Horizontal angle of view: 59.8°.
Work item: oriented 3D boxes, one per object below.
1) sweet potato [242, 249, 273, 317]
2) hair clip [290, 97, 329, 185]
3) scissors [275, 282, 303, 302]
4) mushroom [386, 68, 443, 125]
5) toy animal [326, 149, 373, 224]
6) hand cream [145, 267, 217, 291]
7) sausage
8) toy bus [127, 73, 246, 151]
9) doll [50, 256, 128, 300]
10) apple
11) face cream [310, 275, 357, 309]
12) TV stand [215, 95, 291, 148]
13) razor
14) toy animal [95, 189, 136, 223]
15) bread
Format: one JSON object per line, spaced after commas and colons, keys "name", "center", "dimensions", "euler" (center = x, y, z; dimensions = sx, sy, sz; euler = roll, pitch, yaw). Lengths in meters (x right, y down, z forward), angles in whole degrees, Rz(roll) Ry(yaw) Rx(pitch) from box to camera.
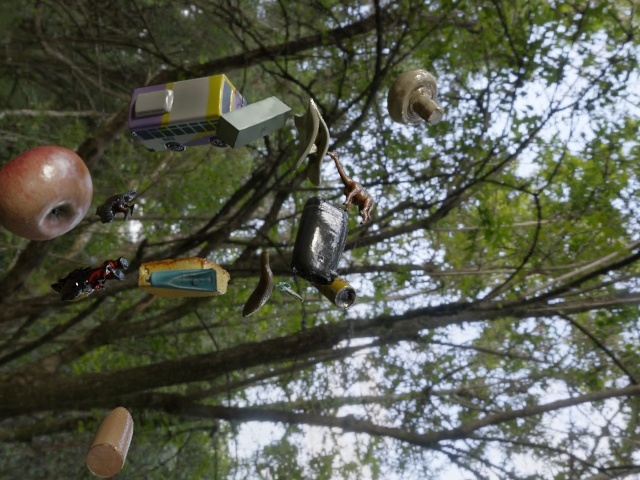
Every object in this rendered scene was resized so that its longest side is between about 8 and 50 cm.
{"name": "sweet potato", "center": [-0.271, 0.213, 2.508], "dimensions": [0.108, 0.079, 0.346], "euler": [26, -77, 26]}
{"name": "hair clip", "center": [-0.035, -0.343, 2.011], "dimensions": [0.172, 0.113, 0.282], "euler": [157, -58, -65]}
{"name": "scissors", "center": [-0.103, 0.180, 1.918], "dimensions": [0.119, 0.058, 0.014], "euler": [33, -59, 34]}
{"name": "mushroom", "center": [0.332, -0.498, 1.958], "dimensions": [0.209, 0.206, 0.206], "euler": [-117, -150, -66]}
{"name": "toy animal", "center": [0.093, -0.183, 1.861], "dimensions": [0.066, 0.224, 0.230], "euler": [-39, -153, 39]}
{"name": "hand cream", "center": [-0.445, 0.128, 1.783], "dimensions": [0.048, 0.224, 0.083], "euler": [-102, -167, -71]}
{"name": "sausage", "center": [-0.709, 0.681, 1.898], "dimensions": [0.253, 0.123, 0.123], "euler": [-125, -143, -76]}
{"name": "toy bus", "center": [-0.546, -0.505, 2.235], "dimensions": [0.249, 0.439, 0.209], "euler": [45, 44, -65]}
{"name": "doll", "center": [-0.708, 0.123, 1.700], "dimensions": [0.127, 0.248, 0.088], "euler": [-67, 138, -77]}
{"name": "apple", "center": [-0.960, -0.156, 1.940], "dimensions": [0.269, 0.344, 0.345], "euler": [53, -26, 6]}
{"name": "face cream", "center": [0.020, 0.166, 2.314], "dimensions": [0.348, 0.105, 0.105], "euler": [35, -55, 56]}
{"name": "TV stand", "center": [-0.218, -0.393, 1.843], "dimensions": [0.088, 0.269, 0.083], "euler": [39, -47, 15]}
{"name": "razor", "center": [0.001, -0.001, 2.184], "dimensions": [0.113, 0.204, 0.349], "euler": [-42, -151, 52]}
{"name": "toy animal", "center": [-0.857, -0.149, 2.303], "dimensions": [0.218, 0.179, 0.116], "euler": [-69, 154, -51]}
{"name": "bread", "center": [-0.493, 0.137, 2.015], "dimensions": [0.185, 0.274, 0.114], "euler": [45, 44, -63]}
